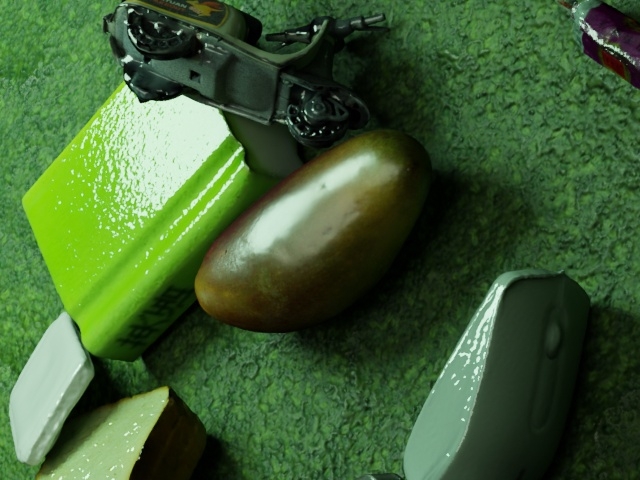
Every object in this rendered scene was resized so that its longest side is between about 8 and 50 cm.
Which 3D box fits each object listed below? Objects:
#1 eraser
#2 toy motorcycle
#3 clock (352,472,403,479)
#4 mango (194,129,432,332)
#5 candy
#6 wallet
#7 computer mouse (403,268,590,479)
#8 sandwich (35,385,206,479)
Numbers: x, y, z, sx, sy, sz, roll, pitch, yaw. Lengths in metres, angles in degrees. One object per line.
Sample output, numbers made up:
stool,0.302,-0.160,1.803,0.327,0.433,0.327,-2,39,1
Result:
eraser,-0.151,-0.047,1.743,0.274,0.092,0.210,-43,57,25
toy motorcycle,-0.069,-0.172,1.634,0.263,0.091,0.157,22,51,8
clock,0.018,0.348,1.489,0.279,0.049,0.273,-35,56,56
mango,0.000,0.000,1.592,0.267,0.111,0.133,-36,43,29
candy,0.249,-0.154,1.472,0.043,0.045,0.175,-39,49,-15
wallet,-0.264,0.145,1.778,0.124,0.032,0.183,-60,18,5
computer mouse,0.148,0.131,1.433,0.079,0.128,0.231,33,104,40
sandwich,-0.204,0.243,1.666,0.186,0.065,0.214,-22,34,36
